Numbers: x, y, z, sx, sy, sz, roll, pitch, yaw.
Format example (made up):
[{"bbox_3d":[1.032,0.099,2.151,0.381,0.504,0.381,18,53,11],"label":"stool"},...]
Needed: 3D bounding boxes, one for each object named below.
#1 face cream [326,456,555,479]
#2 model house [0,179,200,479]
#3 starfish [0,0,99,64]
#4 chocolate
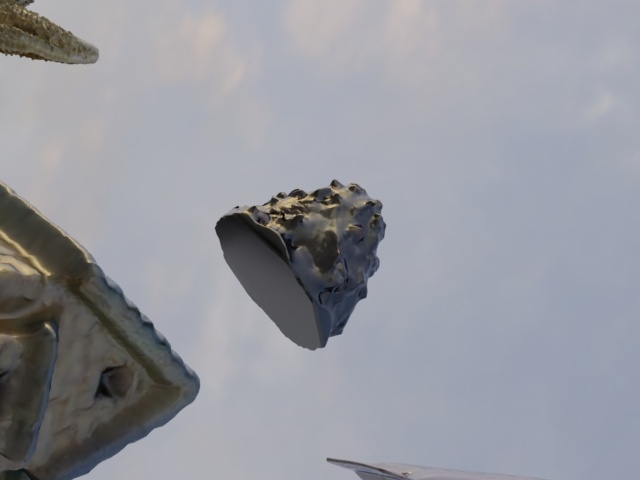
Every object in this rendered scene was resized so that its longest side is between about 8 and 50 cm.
[{"bbox_3d":[0.147,0.234,1.677,0.096,0.274,0.154,-71,-163,-6],"label":"face cream"},{"bbox_3d":[-0.329,0.170,1.791,0.395,0.400,0.445,27,-71,46],"label":"model house"},{"bbox_3d":[-0.268,-0.174,1.473,0.238,0.071,0.216,26,-122,26],"label":"starfish"},{"bbox_3d":[0.000,0.000,1.723,0.133,0.156,0.156,-40,-147,-20],"label":"chocolate"}]
